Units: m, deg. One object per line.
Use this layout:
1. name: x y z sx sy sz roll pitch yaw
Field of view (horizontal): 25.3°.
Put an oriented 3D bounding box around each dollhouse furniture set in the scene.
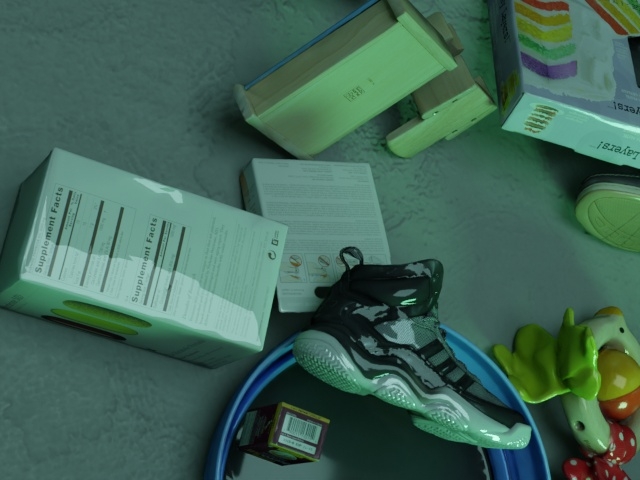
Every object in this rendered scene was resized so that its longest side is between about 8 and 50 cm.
1. dollhouse furniture set: 0.004 -0.260 1.582 0.286 0.198 0.303 33 30 -57

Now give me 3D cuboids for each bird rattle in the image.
1. bird rattle: 0.324 0.184 1.611 0.207 0.143 0.253 -37 99 -44

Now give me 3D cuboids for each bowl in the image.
1. bowl: 0.058 0.269 1.485 0.391 0.077 0.391 6 75 -25

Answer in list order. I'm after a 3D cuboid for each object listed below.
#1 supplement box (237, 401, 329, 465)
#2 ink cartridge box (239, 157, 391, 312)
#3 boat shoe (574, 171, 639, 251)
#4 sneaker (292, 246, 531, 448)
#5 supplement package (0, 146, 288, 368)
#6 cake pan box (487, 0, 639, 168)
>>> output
1. supplement box: -0.036 0.186 1.367 0.055 0.083 0.043 22 70 -20
2. ink cartridge box: 0.000 0.000 1.517 0.145 0.045 0.179 1 66 -26
3. boat shoe: 0.430 -0.041 1.730 0.285 0.103 0.092 10 54 -19
4. sneaker: 0.114 0.106 1.443 0.269 0.101 0.153 26 74 -15
5. supplement package: -0.178 0.023 1.392 0.244 0.139 0.133 18 70 -20
6. cake pan box: 0.328 -0.200 1.666 0.267 0.070 0.245 16 50 -15
